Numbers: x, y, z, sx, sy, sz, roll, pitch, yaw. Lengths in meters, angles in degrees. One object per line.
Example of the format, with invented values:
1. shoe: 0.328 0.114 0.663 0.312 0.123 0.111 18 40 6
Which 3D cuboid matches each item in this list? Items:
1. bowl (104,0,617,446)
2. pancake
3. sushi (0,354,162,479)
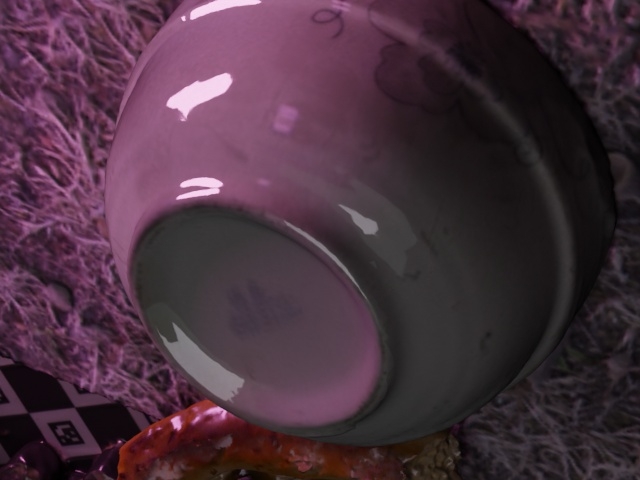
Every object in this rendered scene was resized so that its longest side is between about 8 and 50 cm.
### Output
1. bowl: 0.000 0.000 1.051 0.307 0.163 0.307 17 133 19
2. pancake: -0.033 0.218 1.239 0.266 0.057 0.244 7 94 30
3. sushi: -0.185 0.211 1.389 0.219 0.047 0.231 20 133 12
